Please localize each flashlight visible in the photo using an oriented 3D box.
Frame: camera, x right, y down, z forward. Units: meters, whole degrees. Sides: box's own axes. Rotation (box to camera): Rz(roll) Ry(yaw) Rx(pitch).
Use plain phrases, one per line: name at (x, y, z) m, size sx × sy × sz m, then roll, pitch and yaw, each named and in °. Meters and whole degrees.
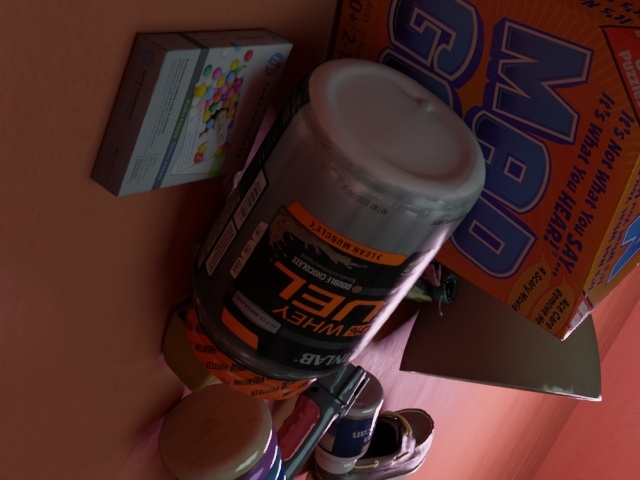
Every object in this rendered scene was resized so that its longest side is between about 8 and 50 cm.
flashlight at (-0.058, 0.283, 1.652) m, size 0.304 × 0.103 × 0.103 m, roll -56°, pitch 161°, yaw -12°

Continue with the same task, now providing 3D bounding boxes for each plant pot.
plant pot at (-0.130, 0.122, 1.319) m, size 0.081 × 0.081 × 0.083 m, roll -25°, pitch 156°, yaw -50°

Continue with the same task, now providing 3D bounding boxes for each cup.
cup at (0.309, 0.124, 1.932) m, size 0.331 × 0.331 × 0.237 m, roll 22°, pitch 76°, yaw -66°

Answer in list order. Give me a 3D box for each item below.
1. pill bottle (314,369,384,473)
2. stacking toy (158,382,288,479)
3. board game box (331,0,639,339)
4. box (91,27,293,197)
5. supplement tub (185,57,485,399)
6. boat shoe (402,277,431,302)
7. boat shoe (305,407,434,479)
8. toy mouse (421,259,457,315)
pill bottle at (0.038, 0.286, 1.833) m, size 0.094 × 0.094 × 0.169 m, roll -34°, pitch 149°, yaw -41°
stacking toy at (-0.091, 0.333, 1.486) m, size 0.141 × 0.141 × 0.330 m, roll -44°, pitch 138°, yaw -26°
board game box at (0.255, -0.190, 1.295) m, size 0.356 × 0.356 × 0.356 m, roll -35°, pitch 149°, yaw -40°
box at (-0.115, -0.121, 1.075) m, size 0.186 × 0.038 × 0.145 m, roll -18°, pitch 138°, yaw -56°
supplement tub at (0.000, 0.000, 1.196) m, size 0.207 × 0.207 × 0.338 m, roll -26°, pitch 156°, yaw -49°
boat shoe at (0.137, 0.070, 1.793) m, size 0.152 × 0.056 × 0.049 m, roll 15°, pitch 75°, yaw -72°
boat shoe at (0.105, 0.354, 2.033) m, size 0.324 × 0.116 × 0.097 m, roll -16°, pitch 138°, yaw -48°
toy mouse at (0.179, 0.050, 1.806) m, size 0.161 × 0.031 × 0.143 m, roll 42°, pitch 50°, yaw -57°
